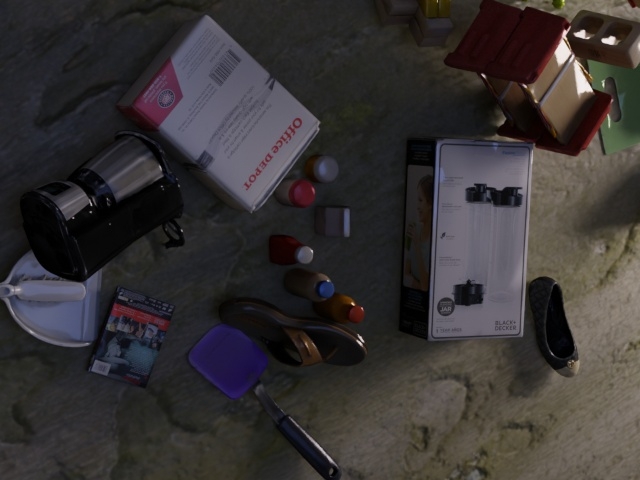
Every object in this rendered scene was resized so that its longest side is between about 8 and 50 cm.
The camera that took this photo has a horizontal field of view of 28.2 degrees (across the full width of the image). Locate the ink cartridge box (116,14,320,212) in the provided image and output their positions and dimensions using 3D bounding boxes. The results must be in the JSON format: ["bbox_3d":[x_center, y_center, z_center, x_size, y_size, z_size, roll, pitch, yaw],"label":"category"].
[{"bbox_3d":[-0.131,-0.163,1.672,0.218,0.092,0.158,42,77,-21],"label":"ink cartridge box"}]

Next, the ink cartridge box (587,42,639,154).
[{"bbox_3d":[0.541,-0.245,2.010,0.235,0.056,0.171,-21,105,-25],"label":"ink cartridge box"}]

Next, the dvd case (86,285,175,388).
[{"bbox_3d":[-0.250,0.128,1.686,0.087,0.013,0.119,21,85,-30],"label":"dvd case"}]

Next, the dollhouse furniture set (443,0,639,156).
[{"bbox_3d":[0.370,-0.328,1.832,0.374,0.152,0.201,-55,137,-12],"label":"dollhouse furniture set"}]

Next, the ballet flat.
[{"bbox_3d":[0.362,0.137,1.964,0.057,0.049,0.173,-27,106,-20],"label":"ballet flat"}]

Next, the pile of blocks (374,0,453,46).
[{"bbox_3d":[0.124,-0.445,1.733,0.113,0.149,0.362,-8,99,-25],"label":"pile of blocks"}]

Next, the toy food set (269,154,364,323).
[{"bbox_3d":[0.000,0.000,1.744,0.111,0.104,0.232,-2,96,-26],"label":"toy food set"}]

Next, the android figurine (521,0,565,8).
[{"bbox_3d":[0.341,-0.483,1.885,0.248,0.056,0.272,3,92,-27],"label":"android figurine"}]

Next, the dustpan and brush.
[{"bbox_3d":[-0.369,0.062,1.597,0.211,0.060,0.147,2,94,-26],"label":"dustpan and brush"}]

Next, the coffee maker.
[{"bbox_3d":[-0.263,-0.025,1.585,0.178,0.120,0.171,-39,105,-34],"label":"coffee maker"}]

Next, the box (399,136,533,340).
[{"bbox_3d":[0.212,-0.005,1.856,0.169,0.087,0.289,-1,96,-25],"label":"box"}]

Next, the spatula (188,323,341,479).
[{"bbox_3d":[-0.063,0.236,1.780,0.084,0.030,0.296,-48,113,-20],"label":"spatula"}]

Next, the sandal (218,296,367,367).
[{"bbox_3d":[-0.039,0.137,1.741,0.219,0.090,0.060,23,53,-26],"label":"sandal"}]
